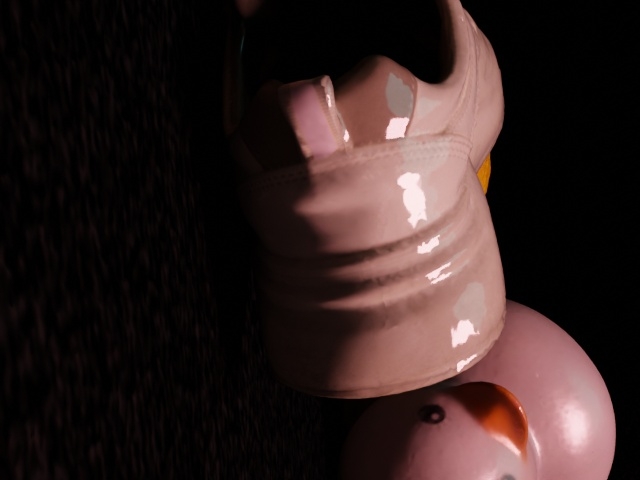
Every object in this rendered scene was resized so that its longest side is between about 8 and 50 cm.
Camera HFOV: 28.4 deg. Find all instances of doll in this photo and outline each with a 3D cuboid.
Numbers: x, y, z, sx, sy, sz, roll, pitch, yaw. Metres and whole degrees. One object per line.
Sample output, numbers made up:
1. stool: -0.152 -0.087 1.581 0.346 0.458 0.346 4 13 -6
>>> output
1. doll: 0.090 0.160 0.891 0.251 0.221 0.221 122 -28 -50

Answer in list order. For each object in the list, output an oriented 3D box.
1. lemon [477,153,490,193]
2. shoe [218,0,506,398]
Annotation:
1. lemon: 0.069 -0.067 1.043 0.187 0.142 0.142 56 27 -67
2. shoe: 0.014 -0.082 0.550 0.316 0.124 0.159 -89 165 -56
